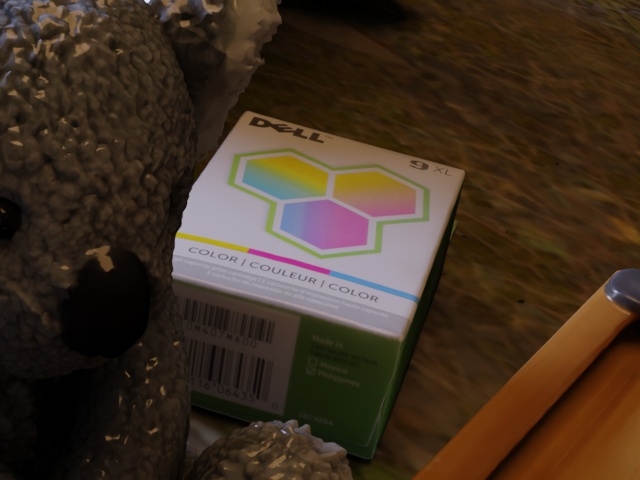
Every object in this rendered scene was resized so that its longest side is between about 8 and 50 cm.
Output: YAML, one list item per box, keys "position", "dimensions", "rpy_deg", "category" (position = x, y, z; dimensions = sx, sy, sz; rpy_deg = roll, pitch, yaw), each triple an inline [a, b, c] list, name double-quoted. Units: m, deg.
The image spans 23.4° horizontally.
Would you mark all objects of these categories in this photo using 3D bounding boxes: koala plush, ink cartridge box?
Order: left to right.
- position: [-0.101, 0.007, 0.487]
  dimensions: [0.196, 0.221, 0.203]
  rpy_deg: [-8, 36, -29]
  category: "koala plush"
- position: [0.000, 0.000, 0.687]
  dimensions: [0.109, 0.062, 0.209]
  rpy_deg: [16, 31, 8]
  category: "ink cartridge box"

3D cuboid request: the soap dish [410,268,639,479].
- position: [0.113, 0.133, 0.458]
  dimensions: [0.229, 0.118, 0.291]
  rpy_deg: [26, 35, 22]
  category: "soap dish"
